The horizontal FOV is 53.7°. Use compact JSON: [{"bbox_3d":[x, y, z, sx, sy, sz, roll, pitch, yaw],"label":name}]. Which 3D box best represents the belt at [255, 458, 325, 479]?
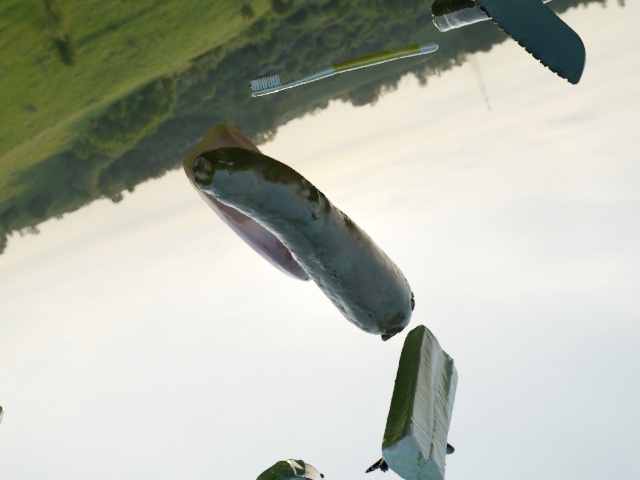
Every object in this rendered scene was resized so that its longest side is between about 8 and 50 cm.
[{"bbox_3d":[-0.045,0.449,1.006,0.151,0.199,0.078,-6,-173,-10],"label":"belt"}]

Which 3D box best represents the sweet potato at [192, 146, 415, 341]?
[{"bbox_3d":[0.000,0.000,0.550,0.075,0.273,0.075,-27,-140,25],"label":"sweet potato"}]

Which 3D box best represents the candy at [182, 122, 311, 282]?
[{"bbox_3d":[-0.078,-0.054,0.870,0.094,0.255,0.255,-46,-168,2],"label":"candy"}]

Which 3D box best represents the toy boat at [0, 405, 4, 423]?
[{"bbox_3d":[-0.501,0.313,0.800,0.084,0.111,0.276,-47,-159,44],"label":"toy boat"}]

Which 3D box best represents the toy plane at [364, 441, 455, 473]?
[{"bbox_3d":[0.189,0.501,1.492,0.246,0.169,0.078,-40,180,21],"label":"toy plane"}]

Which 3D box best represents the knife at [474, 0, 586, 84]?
[{"bbox_3d":[0.155,-0.240,0.584,0.044,0.019,0.313,-38,-131,17],"label":"knife"}]

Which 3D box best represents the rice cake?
[{"bbox_3d":[0.109,0.173,0.667,0.042,0.080,0.222,-29,-169,23],"label":"rice cake"}]

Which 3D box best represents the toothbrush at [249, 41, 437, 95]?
[{"bbox_3d":[0.036,-0.254,0.912,0.288,0.024,0.021,-17,-154,-11],"label":"toothbrush"}]

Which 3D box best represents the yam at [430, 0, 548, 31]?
[{"bbox_3d":[0.286,-0.382,0.991,0.061,0.061,0.274,-30,-159,-32],"label":"yam"}]
